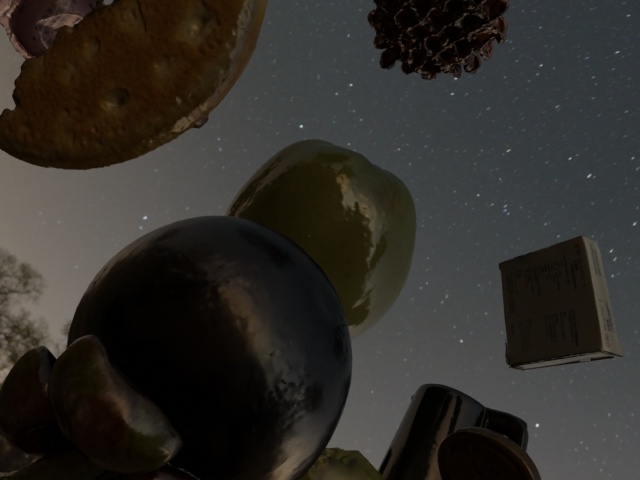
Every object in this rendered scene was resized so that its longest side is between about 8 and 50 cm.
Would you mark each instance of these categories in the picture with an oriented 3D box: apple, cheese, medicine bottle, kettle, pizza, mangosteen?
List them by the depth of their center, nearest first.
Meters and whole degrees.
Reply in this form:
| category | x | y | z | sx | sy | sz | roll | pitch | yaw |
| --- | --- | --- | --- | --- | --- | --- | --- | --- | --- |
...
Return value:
| category | x | y | z | sx | sy | sz | roll | pitch | yaw |
| --- | --- | --- | --- | --- | --- | --- | --- | --- | --- |
| pizza | -0.141 | -0.128 | 0.387 | 0.246 | 0.058 | 0.127 | -41 | -96 | 5 |
| mangosteen | -0.171 | 0.159 | 0.605 | 0.382 | 0.435 | 0.382 | 8 | -78 | 40 |
| medicine bottle | 0.388 | 0.108 | 0.825 | 0.171 | 0.052 | 0.201 | -30 | -133 | 47 |
| cheese | -0.511 | -0.412 | 0.896 | 0.189 | 0.286 | 0.074 | -48 | -114 | 17 |
| kettle | 0.241 | 0.463 | 0.995 | 0.203 | 0.308 | 0.262 | 37 | -32 | -5 |
| apple | 0.000 | 0.000 | 1.124 | 0.474 | 0.474 | 0.473 | 25 | -52 | 37 |

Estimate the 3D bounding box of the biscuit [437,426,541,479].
| category | x | y | z | sx | sy | sz | roll | pitch | yaw |
| --- | --- | --- | --- | --- | --- | --- | --- | --- | --- |
| biscuit | 0.189 | 0.265 | 0.488 | 0.175 | 0.026 | 0.124 | 40 | -51 | 36 |

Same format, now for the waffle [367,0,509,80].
| category | x | y | z | sx | sy | sz | roll | pitch | yaw |
| --- | --- | --- | --- | --- | --- | --- | --- | --- | --- |
| waffle | 0.185 | -0.349 | 0.789 | 0.221 | 0.055 | 0.234 | 6 | -28 | 11 |

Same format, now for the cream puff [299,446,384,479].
| category | x | y | z | sx | sy | sz | roll | pitch | yaw |
| --- | --- | --- | --- | --- | --- | --- | --- | --- | --- |
| cream puff | 0.009 | 0.456 | 0.750 | 0.281 | 0.282 | 0.185 | 63 | -17 | 0 |
